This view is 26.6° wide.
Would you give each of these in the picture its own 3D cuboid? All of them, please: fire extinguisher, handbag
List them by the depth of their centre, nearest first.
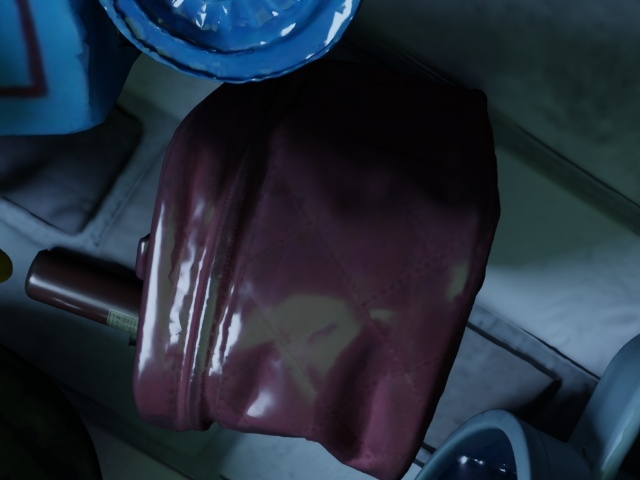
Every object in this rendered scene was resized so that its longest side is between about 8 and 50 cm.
[{"bbox_3d":[0.000,0.000,0.587,0.135,0.225,0.146,13,111,2],"label":"handbag"},{"bbox_3d":[-0.078,0.050,0.749,0.173,0.035,0.049,19,121,2],"label":"fire extinguisher"}]

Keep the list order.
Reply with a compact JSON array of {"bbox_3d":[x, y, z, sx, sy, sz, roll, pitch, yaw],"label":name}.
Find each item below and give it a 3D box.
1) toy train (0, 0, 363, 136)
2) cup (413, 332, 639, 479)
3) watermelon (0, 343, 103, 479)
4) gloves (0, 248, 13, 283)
[{"bbox_3d":[-0.103,-0.202,0.496,0.265,0.188,0.300,-1,124,11],"label":"toy train"},{"bbox_3d":[0.191,0.240,0.724,0.311,0.331,0.257,25,157,-8],"label":"cup"},{"bbox_3d":[-0.220,0.147,0.736,0.212,0.212,0.212,5,123,8],"label":"watermelon"},{"bbox_3d":[-0.213,-0.020,0.584,0.116,0.294,0.133,-25,94,7],"label":"gloves"}]
